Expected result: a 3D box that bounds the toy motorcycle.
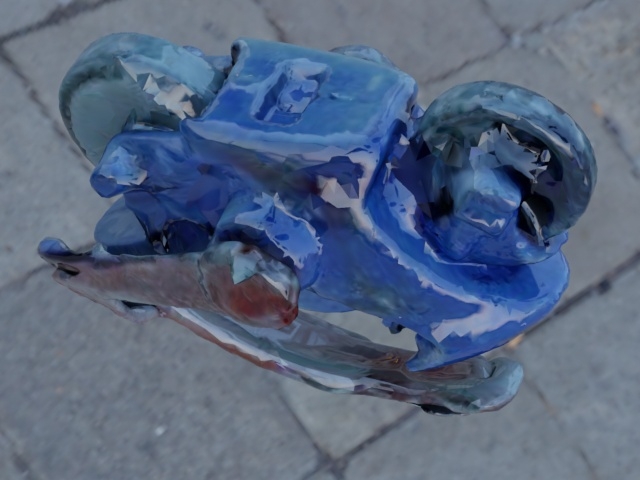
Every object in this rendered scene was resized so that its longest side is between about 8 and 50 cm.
[{"bbox_3d":[0.009,-0.019,0.973,0.241,0.319,0.182,47,57,-64],"label":"toy motorcycle"}]
